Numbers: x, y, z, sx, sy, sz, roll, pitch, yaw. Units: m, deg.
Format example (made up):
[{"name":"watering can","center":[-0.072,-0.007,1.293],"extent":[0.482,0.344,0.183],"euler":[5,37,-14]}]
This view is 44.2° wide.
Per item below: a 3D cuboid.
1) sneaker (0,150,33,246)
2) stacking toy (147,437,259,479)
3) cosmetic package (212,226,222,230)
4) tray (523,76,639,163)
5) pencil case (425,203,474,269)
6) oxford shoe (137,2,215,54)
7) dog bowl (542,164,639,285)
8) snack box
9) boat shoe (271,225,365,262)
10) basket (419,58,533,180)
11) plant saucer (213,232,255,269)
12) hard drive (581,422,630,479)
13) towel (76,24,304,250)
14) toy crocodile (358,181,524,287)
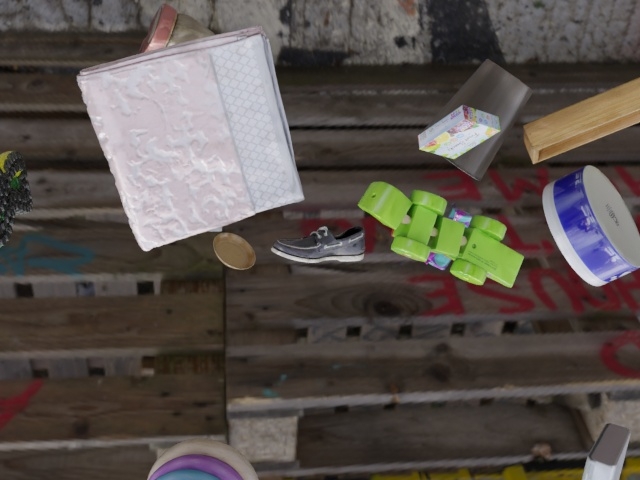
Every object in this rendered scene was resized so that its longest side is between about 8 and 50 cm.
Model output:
[{"name":"sneaker","center":[-0.548,-0.054,1.202],"extent":[0.146,0.343,0.134],"euler":[-11,101,-6]},{"name":"stacking toy","center":[-0.148,0.325,0.795],"extent":[0.141,0.330,0.141],"euler":[0,98,3]},{"name":"cosmetic package","center":[-0.290,-0.143,1.809],"extent":[0.127,0.107,0.238],"euler":[5,94,35]},{"name":"tray","center":[0.681,-0.302,1.834],"extent":[0.411,0.076,0.203],"euler":[-21,172,13]},{"name":"pencil case","center":[0.301,-0.006,1.845],"extent":[0.070,0.064,0.151],"euler":[13,110,-55]},{"name":"oxford shoe","center":[-0.313,-0.365,1.634],"extent":[0.130,0.123,0.348],"euler":[18,168,-19]},{"name":"dog bowl","center":[0.626,-0.035,1.805],"extent":[0.265,0.265,0.104],"euler":[36,132,-30]},{"name":"snack box","center":[0.285,-0.221,1.626],"extent":[0.100,0.037,0.141],"euler":[10,155,-32]},{"name":"boat shoe","center":[0.000,0.000,1.453],"extent":[0.206,0.075,0.065],"euler":[1,110,-37]},{"name":"basket","center":[0.360,-0.279,1.780],"extent":[0.154,0.204,0.227],"euler":[24,109,-35]},{"name":"plant saucer","center":[-0.156,0.022,1.404],"extent":[0.083,0.083,0.015],"euler":[21,129,-22]},{"name":"hard drive","center":[0.392,0.442,1.161],"extent":[0.040,0.203,0.307],"euler":[14,99,26]},{"name":"towel","center":[-0.208,-0.169,1.346],"extent":[0.317,0.053,0.332],"euler":[-17,117,-6]},{"name":"toy crocodile","center":[0.221,-0.005,1.398],"extent":[0.340,0.105,0.115],"euler":[22,85,-24]}]
